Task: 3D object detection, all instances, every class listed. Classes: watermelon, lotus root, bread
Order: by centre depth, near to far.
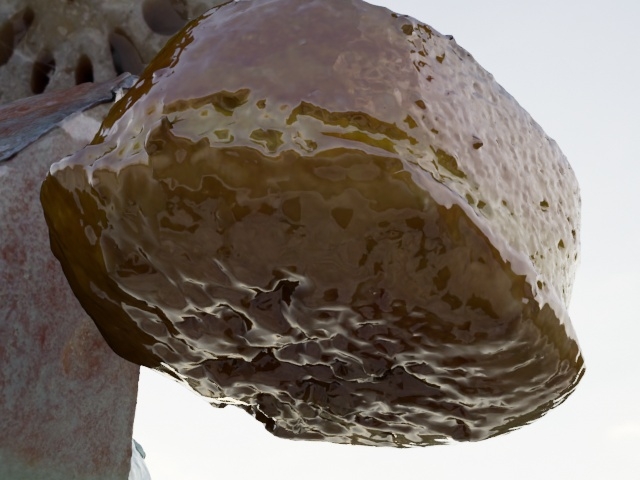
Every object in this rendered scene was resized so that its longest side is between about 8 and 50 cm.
[{"bbox_3d":[0.002,0.003,0.852,0.312,0.172,0.312,14,-31,8],"label":"bread"},{"bbox_3d":[-0.221,0.046,1.019,0.292,0.283,0.250,-22,-58,-17],"label":"watermelon"},{"bbox_3d":[-0.217,-0.214,1.161,0.272,0.272,0.192,27,-4,-35],"label":"lotus root"}]

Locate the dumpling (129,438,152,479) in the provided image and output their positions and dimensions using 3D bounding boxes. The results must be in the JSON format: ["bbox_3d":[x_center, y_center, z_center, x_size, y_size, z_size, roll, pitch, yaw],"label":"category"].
[{"bbox_3d":[-0.319,0.183,1.808,0.211,0.321,0.270,-4,-60,11],"label":"dumpling"}]
